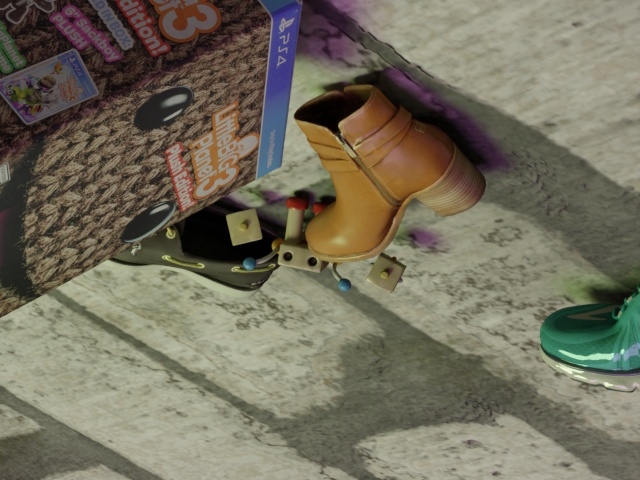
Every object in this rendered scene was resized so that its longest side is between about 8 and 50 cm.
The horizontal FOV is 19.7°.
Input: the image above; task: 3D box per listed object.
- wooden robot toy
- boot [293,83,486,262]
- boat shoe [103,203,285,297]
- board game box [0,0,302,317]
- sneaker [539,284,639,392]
[{"bbox_3d":[0.000,0.000,1.729,0.173,0.076,0.079,13,-174,9],"label":"wooden robot toy"},{"bbox_3d":[0.025,-0.062,1.580,0.197,0.073,0.152,-25,132,35],"label":"boot"},{"bbox_3d":[-0.139,-0.010,1.735,0.227,0.081,0.068,16,144,-27],"label":"boat shoe"},{"bbox_3d":[-0.177,-0.100,1.376,0.141,0.291,0.232,53,160,21],"label":"board game box"},{"bbox_3d":[0.318,0.061,1.631,0.275,0.107,0.110,-9,122,32],"label":"sneaker"}]
